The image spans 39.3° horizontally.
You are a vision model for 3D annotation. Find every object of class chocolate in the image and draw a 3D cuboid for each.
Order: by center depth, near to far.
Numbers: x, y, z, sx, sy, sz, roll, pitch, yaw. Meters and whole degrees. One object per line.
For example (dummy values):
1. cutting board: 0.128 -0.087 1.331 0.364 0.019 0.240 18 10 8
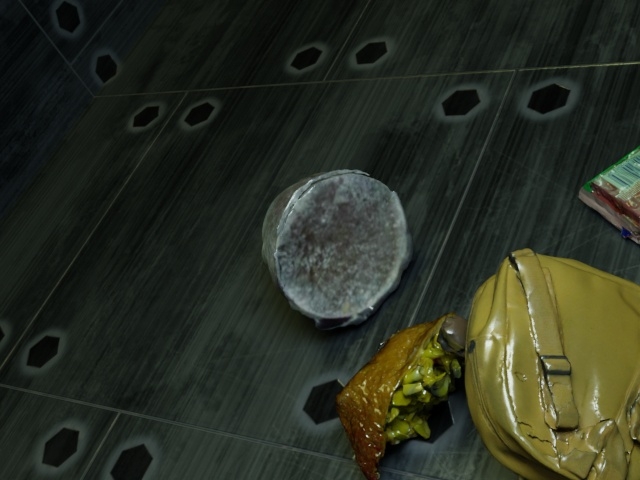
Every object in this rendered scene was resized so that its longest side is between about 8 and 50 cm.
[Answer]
1. chocolate: 0.000 0.000 1.733 0.303 0.303 0.213 -44 26 -13

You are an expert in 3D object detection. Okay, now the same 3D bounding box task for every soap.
1. soap: 0.624 -0.117 1.583 0.273 0.098 0.218 -35 41 -3

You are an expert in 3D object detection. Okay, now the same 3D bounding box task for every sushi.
1. sushi: 0.150 0.242 1.478 0.179 0.166 0.296 25 46 35

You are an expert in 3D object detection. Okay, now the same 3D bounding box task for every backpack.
1. backpack: 0.353 0.197 1.308 0.354 0.201 0.378 23 51 -1
